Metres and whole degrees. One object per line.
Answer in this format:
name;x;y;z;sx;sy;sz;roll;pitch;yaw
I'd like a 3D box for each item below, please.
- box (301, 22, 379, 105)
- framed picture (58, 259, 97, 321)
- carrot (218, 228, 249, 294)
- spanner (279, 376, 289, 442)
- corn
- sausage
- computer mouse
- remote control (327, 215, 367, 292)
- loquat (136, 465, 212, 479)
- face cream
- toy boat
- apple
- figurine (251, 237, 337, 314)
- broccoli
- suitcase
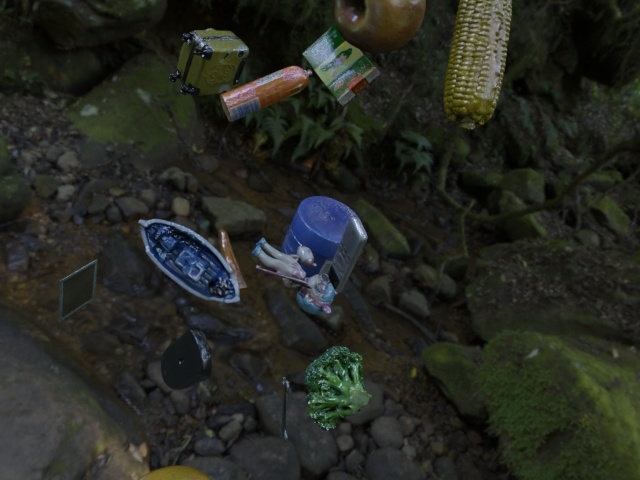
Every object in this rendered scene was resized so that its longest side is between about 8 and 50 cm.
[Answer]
box;0.051;-0.484;1.478;0.034;0.132;0.235;33;22;-55
framed picture;-0.758;0.155;1.690;0.011;0.183;0.142;31;37;12
carrot;-0.271;0.058;1.618;0.061;0.061;0.209;-2;66;-50
spanner;-0.110;0.521;1.663;0.015;0.254;0.054;-6;29;-19
corn;0.326;-0.408;1.110;0.121;0.362;0.120;7;4;-1
sausage;-0.164;-0.481;1.731;0.312;0.092;0.093;-27;49;-12
computer mouse;-0.358;0.333;1.511;0.087;0.270;0.137;-7;68;-41
remote control;0.056;0.040;1.279;0.029;0.261;0.067;-14;62;-21
loquat;-0.312;0.612;1.132;0.263;0.263;0.263;25;25;-12
face cream;0.000;0.000;1.959;0.249;0.225;0.248;16;37;-13
toy boat;-0.320;0.051;1.331;0.309;0.129;0.142;41;-2;-7
apple;0.132;-0.535;1.234;0.188;0.211;0.211;-20;53;-39
figurine;-0.069;0.087;1.440;0.260;0.103;0.205;38;22;-9
broccoli;0.039;0.353;1.304;0.196;0.195;0.156;15;10;-31
suitcase;-0.368;-0.593;1.789;0.143;0.193;0.235;48;41;17
